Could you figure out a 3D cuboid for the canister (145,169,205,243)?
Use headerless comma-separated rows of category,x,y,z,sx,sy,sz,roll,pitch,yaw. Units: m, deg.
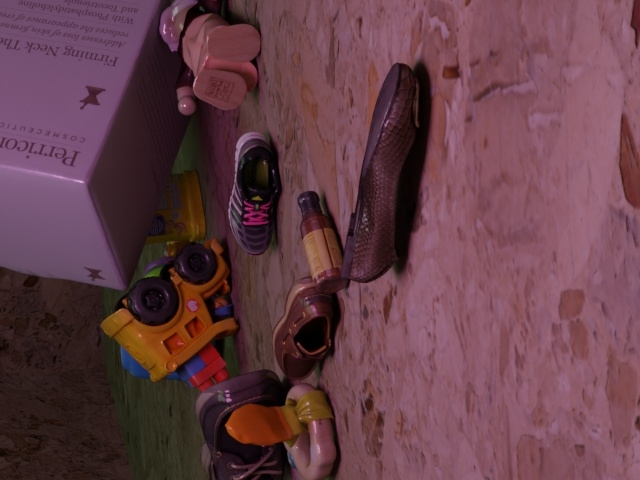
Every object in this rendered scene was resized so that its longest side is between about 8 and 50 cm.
canister,-0.296,-0.054,2.506,0.073,0.169,0.126,125,137,-68

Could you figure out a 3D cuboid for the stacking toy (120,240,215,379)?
stacking toy,-0.263,0.090,2.550,0.175,0.165,0.302,95,177,-49

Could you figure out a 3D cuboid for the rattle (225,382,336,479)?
rattle,-0.061,0.263,1.824,0.130,0.142,0.199,64,157,3

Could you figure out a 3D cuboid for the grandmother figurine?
grandmother figurine,-0.168,-0.284,2.082,0.208,0.104,0.342,-63,22,14

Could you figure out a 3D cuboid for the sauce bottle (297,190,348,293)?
sauce bottle,0.000,0.000,1.656,0.042,0.042,0.128,104,158,-53

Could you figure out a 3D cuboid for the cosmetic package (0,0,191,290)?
cosmetic package,-0.424,-0.186,2.264,0.327,0.329,0.394,83,-161,-59

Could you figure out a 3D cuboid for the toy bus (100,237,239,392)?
toy bus,-0.208,0.133,2.295,0.211,0.220,0.149,50,155,0

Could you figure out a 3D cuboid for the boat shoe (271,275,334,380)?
boat shoe,-0.019,0.119,1.733,0.178,0.064,0.060,104,157,-48

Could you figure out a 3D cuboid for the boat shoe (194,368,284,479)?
boat shoe,-0.098,0.297,2.036,0.355,0.132,0.130,92,155,-62

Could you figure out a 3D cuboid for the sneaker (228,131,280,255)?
sneaker,-0.088,-0.057,1.920,0.075,0.063,0.170,-123,34,-72

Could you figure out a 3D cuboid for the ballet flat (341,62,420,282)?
ballet flat,0.066,-0.058,1.368,0.084,0.058,0.250,-80,1,-54
